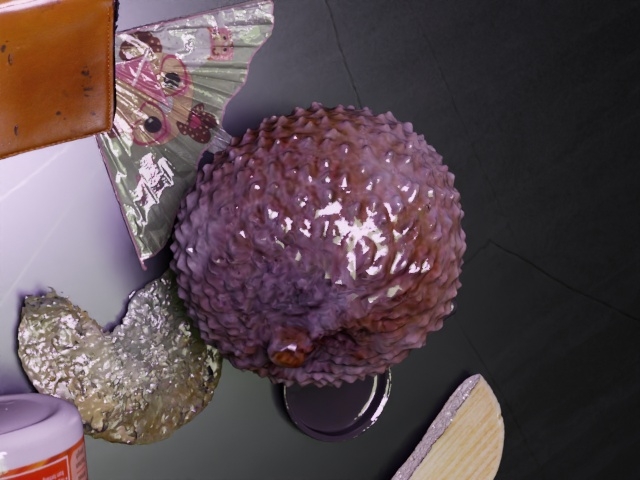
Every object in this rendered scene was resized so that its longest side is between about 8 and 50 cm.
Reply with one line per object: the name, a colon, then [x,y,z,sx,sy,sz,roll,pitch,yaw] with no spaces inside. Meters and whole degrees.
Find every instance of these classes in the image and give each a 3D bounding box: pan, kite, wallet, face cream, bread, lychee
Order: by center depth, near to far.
face cream: [-0.309,0.250,1.084,0.201,0.201,0.187,-8,98,-25]
wallet: [-0.263,-0.157,1.093,0.161,0.195,0.042,-19,58,-21]
lychee: [-0.005,0.000,1.172,0.300,0.300,0.300,-2,96,-26]
kite: [-0.144,-0.132,1.236,0.268,0.013,0.323,30,82,-24]
pan: [0.057,0.131,1.347,0.235,0.028,0.136,-32,108,-17]
bread: [0.156,0.261,1.405,0.112,0.036,0.193,47,71,-26]

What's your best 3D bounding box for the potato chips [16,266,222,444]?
potato chips: [-0.199,0.111,1.222,0.220,0.029,0.202,3,96,-28]
